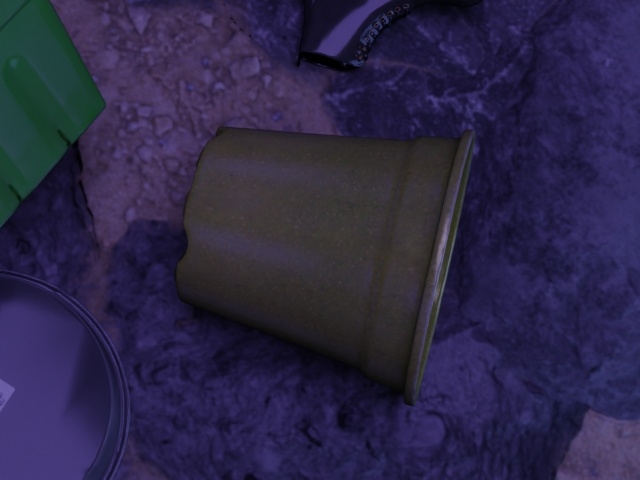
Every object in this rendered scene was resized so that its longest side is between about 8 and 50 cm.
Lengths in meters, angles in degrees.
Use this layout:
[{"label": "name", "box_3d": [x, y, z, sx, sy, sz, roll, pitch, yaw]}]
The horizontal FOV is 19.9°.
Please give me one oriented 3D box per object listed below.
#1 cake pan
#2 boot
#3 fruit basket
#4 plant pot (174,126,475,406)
[{"label": "cake pan", "box_3d": [-0.330, 0.160, 1.777, 0.293, 0.054, 0.293, 3, 73, -10]}, {"label": "boot", "box_3d": [0.074, -0.237, 1.968, 0.198, 0.077, 0.137, 8, 76, 6]}, {"label": "fruit basket", "box_3d": [-0.447, -0.138, 1.714, 0.392, 0.283, 0.392, 11, 70, -33]}, {"label": "plant pot", "box_3d": [0.000, 0.000, 1.794, 0.254, 0.276, 0.276, 13, 71, 5]}]
